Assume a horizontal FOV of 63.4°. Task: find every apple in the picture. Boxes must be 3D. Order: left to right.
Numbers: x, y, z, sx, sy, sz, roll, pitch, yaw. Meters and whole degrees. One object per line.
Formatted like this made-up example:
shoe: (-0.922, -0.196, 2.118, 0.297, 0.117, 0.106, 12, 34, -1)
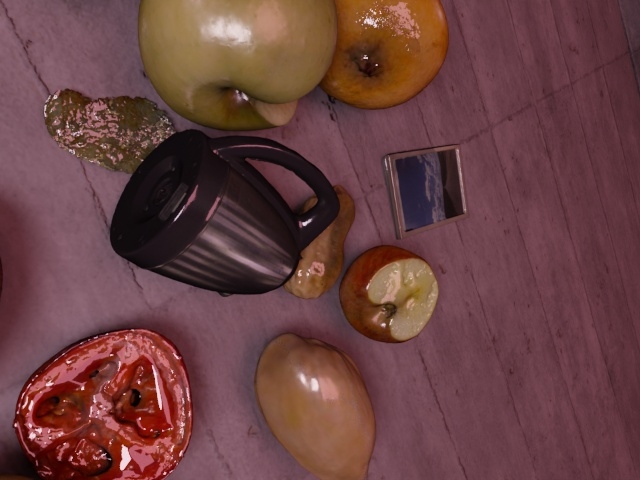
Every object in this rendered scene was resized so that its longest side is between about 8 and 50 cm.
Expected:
apple: (-0.118, -0.304, 0.761, 0.292, 0.292, 0.254, 5, 75, -37)
apple: (0.123, 0.104, 0.996, 0.195, 0.160, 0.173, 53, 55, -20)

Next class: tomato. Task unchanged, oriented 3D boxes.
tomato: (-0.291, 0.229, 0.713, 0.228, 0.101, 0.227, 6, 79, -30)

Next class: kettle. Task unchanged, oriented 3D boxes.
kettle: (-0.132, -0.028, 0.789, 0.271, 0.207, 0.250, 38, 78, -40)

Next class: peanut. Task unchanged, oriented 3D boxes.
peanut: (0.000, 0.000, 0.947, 0.120, 0.110, 0.236, 34, 58, -19)

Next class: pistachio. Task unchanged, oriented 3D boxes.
pistachio: (-0.005, 0.281, 0.889, 0.182, 0.162, 0.293, -30, 110, -17)

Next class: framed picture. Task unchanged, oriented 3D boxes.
framed picture: (0.250, -0.120, 1.198, 0.260, 0.023, 0.189, -15, 99, -38)

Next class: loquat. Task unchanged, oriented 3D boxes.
loquat: (0.100, -0.369, 0.943, 0.263, 0.263, 0.263, 3, 86, -37)

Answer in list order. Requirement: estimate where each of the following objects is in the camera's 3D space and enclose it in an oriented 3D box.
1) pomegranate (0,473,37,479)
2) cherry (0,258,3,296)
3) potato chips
pomegranate: (-0.383, 0.398, 0.498, 0.333, 0.333, 0.332, 3, 86, -37)
cherry: (-0.464, 0.060, 0.512, 0.261, 0.221, 0.307, 51, 42, -27)
potato chips: (-0.296, -0.165, 0.777, 0.209, 0.026, 0.142, 35, 65, -31)
